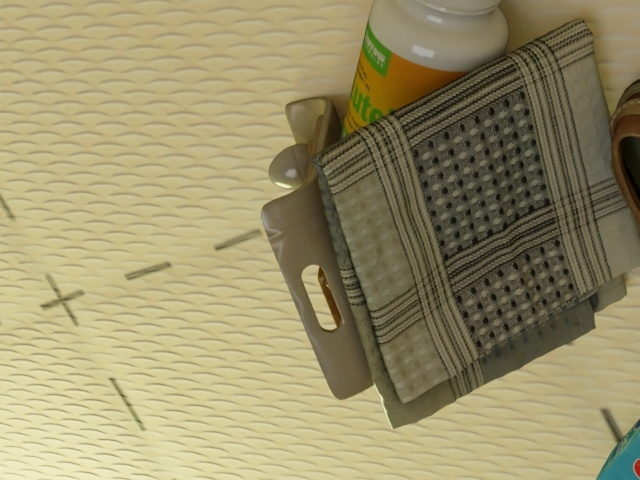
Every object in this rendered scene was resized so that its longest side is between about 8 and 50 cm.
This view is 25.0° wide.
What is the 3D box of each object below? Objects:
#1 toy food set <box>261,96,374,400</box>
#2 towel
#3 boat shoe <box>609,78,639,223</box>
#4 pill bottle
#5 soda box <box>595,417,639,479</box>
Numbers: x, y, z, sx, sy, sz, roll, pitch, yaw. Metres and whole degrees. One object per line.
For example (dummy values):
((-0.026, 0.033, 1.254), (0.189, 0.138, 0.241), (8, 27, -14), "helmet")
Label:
((0.000, 0.000, 1.496), (0.092, 0.306, 0.219), (-16, 112, 12), "toy food set")
((0.164, -0.006, 1.382), (0.056, 0.312, 0.324), (34, 147, 54), "towel")
((0.367, 0.001, 1.370), (0.123, 0.120, 0.324), (-28, 103, 41), "boat shoe")
((0.105, -0.170, 1.408), (0.136, 0.136, 0.245), (26, 130, 15), "pill bottle")
((0.378, 0.203, 1.535), (0.071, 0.067, 0.210), (35, 132, 8), "soda box")
